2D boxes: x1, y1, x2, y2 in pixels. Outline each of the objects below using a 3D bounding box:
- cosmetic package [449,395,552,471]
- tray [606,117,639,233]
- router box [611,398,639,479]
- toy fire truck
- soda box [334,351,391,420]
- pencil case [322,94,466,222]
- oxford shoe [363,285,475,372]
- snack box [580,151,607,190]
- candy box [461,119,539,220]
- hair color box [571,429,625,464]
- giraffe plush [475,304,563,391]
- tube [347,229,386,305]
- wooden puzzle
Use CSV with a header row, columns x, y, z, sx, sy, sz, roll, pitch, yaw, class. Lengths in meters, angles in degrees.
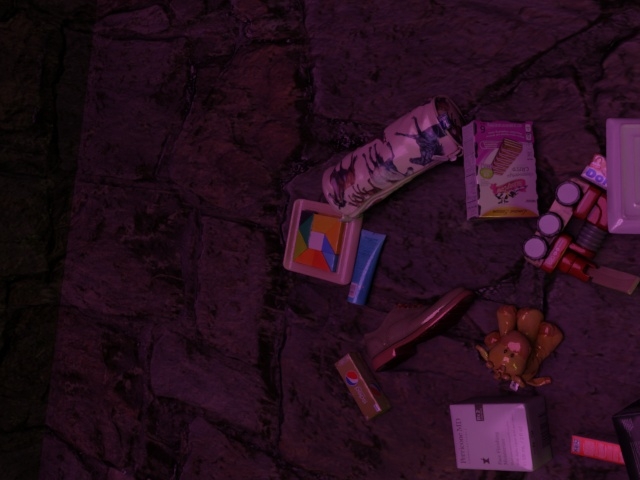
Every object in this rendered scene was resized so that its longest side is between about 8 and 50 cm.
x,y,z,sx,sy,sz,roll,pitch,yaw,class
0.424,0.448,1.577,0.184,0.151,0.151,-11,80,34,cosmetic package
0.692,-0.145,1.436,0.145,0.030,0.270,3,74,12,tray
0.691,0.477,1.335,0.081,0.243,0.308,-20,77,35,router box
0.603,0.002,1.495,0.246,0.158,0.217,32,105,19,toy fire truck
0.116,0.398,1.846,0.058,0.061,0.181,-42,66,26,soda box
0.194,-0.206,1.768,0.410,0.160,0.183,-32,50,28,pencil case
0.240,0.204,1.739,0.348,0.123,0.130,-41,61,25,oxford shoe
0.683,-0.129,1.510,0.178,0.022,0.064,38,109,30,snack box
0.429,-0.166,1.605,0.071,0.159,0.233,160,108,-77,candy box
0.635,0.457,1.480,0.141,0.072,0.043,4,89,36,hair color box
0.446,0.260,1.561,0.181,0.170,0.210,7,91,34,giraffe plush
0.123,0.076,1.872,0.080,0.052,0.207,14,90,30,tube
0.000,0.000,1.960,0.239,0.044,0.220,13,94,34,wooden puzzle
